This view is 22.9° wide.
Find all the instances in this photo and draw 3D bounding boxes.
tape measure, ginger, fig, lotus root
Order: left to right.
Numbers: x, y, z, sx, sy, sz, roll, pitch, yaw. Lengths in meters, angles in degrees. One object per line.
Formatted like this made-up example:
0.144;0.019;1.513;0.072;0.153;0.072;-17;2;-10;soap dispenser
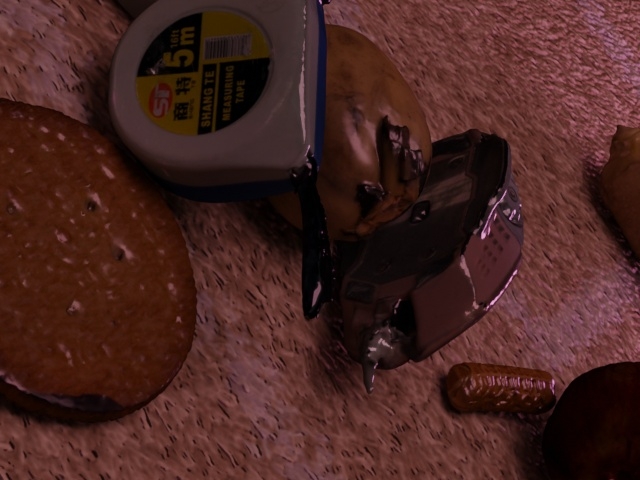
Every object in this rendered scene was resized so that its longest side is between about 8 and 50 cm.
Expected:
-0.084;-0.077;1.434;0.098;0.215;0.351;59;29;-61;tape measure
-0.003;-0.138;1.591;0.182;0.183;0.310;4;51;-45;lotus root
0.316;0.211;1.716;0.190;0.190;0.290;44;-1;-13;fig
0.452;-0.032;2.007;0.138;0.152;0.267;-24;61;-25;ginger

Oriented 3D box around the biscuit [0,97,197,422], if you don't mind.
-0.229;0.014;1.344;0.305;0.038;0.305;28;46;-33;biscuit

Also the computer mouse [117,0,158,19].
-0.158;-0.274;1.563;0.231;0.128;0.079;54;37;5;computer mouse

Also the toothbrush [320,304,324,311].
-0.001;0.001;1.607;0.014;0.017;0.194;35;39;-31;toothbrush

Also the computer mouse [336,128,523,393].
0.118;0.030;1.582;0.115;0.199;0.389;50;37;-25;computer mouse

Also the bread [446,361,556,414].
0.192;0.157;1.669;0.157;0.044;0.052;8;62;-42;bread
